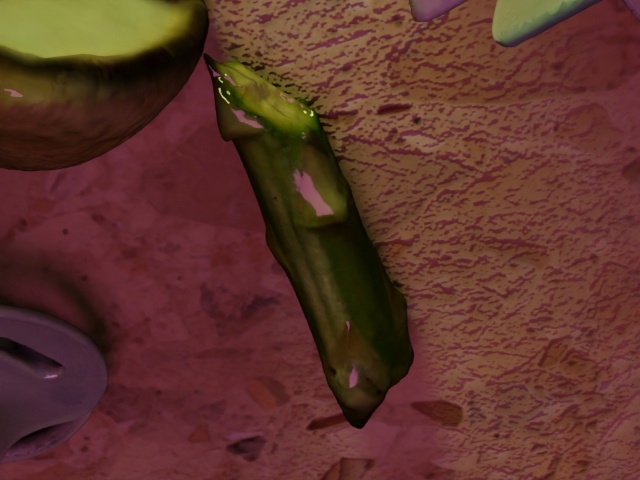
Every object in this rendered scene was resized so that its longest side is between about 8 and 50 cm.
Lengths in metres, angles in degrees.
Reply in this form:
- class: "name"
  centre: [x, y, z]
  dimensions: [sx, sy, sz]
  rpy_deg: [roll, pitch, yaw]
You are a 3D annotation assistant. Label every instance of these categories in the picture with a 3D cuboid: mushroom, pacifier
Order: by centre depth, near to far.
- class: "mushroom"
  centre: [-0.247, -0.121, 0.785]
  dimensions: [0.292, 0.217, 0.212]
  rpy_deg: [35, 125, -19]
- class: "pacifier"
  centre: [-0.291, 0.169, 1.007]
  dimensions: [0.279, 0.207, 0.227]
  rpy_deg: [-30, 135, 24]

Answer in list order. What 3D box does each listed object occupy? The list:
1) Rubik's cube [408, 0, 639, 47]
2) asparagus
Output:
- class: "Rubik's cube"
  centre: [0.182, -0.285, 0.542]
  dimensions: [0.387, 0.358, 0.368]
  rpy_deg: [-26, 127, 37]
- class: "asparagus"
  centre: [0.000, 0.001, 0.935]
  dimensions: [0.085, 0.082, 0.343]
  rpy_deg: [-10, 122, 16]
